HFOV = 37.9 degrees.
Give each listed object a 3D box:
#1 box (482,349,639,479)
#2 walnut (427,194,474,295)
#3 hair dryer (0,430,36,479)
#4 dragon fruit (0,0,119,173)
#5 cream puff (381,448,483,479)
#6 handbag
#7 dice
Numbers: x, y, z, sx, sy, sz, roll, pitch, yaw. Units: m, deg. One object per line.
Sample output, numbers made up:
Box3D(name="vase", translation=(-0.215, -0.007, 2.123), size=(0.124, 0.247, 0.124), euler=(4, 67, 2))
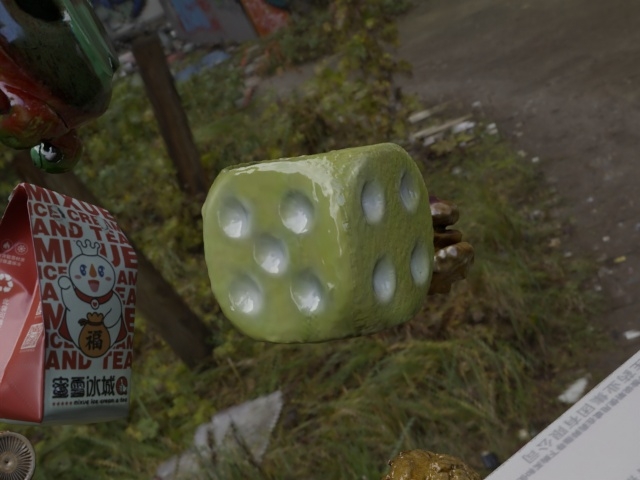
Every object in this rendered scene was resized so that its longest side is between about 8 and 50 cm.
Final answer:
Box3D(name="box", translation=(0.161, 0.145, 0.401), size=(0.353, 0.069, 0.214), euler=(-38, 23, -9))
Box3D(name="walnut", translation=(0.103, 0.010, 1.158), size=(0.170, 0.143, 0.069), euler=(-20, -13, -1))
Box3D(name="hair dryer", translation=(-0.651, 0.392, 1.485), size=(0.189, 0.106, 0.344), euler=(-16, -5, 42))
Box3D(name="dragon fruit", translation=(-0.303, -0.208, 0.937), size=(0.130, 0.295, 0.268), euler=(-25, 33, 4))
Box3D(name="cream puff", translation=(0.140, 0.298, 0.879), size=(0.169, 0.183, 0.183), euler=(4, 31, 24))
Box3D(name="handbag", translation=(-0.338, 0.083, 1.192), size=(0.151, 0.298, 0.171), euler=(-1, -7, 30))
Box3D(name="dice", translation=(0.000, 0.000, 0.901), size=(0.169, 0.169, 0.166), euler=(-4, 7, 35))
